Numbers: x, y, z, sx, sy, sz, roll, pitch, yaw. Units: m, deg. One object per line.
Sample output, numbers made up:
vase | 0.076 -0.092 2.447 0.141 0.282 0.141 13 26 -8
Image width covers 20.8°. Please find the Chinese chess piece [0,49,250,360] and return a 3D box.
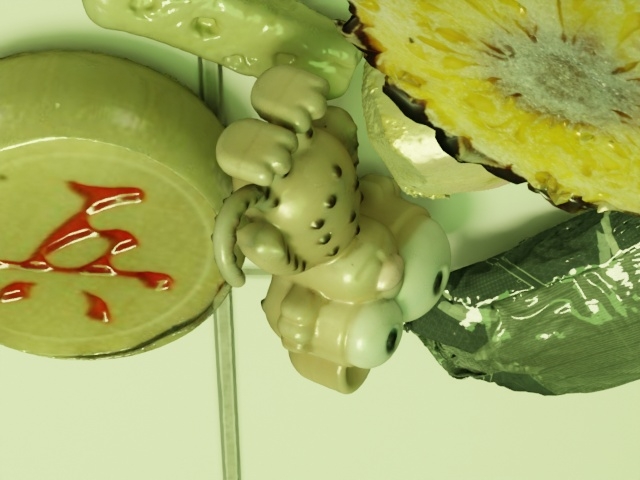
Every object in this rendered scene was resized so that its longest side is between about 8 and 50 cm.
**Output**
Chinese chess piece | -0.173 -0.022 1.238 0.249 0.103 0.250 -1 137 -1

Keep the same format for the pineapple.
pineapple | 0.178 -0.181 0.942 0.262 0.272 0.262 24 156 12

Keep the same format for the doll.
doll | 0.001 -0.002 1.199 0.119 0.154 0.278 19 164 28

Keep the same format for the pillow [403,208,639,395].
pillow | 0.223 0.031 1.290 0.335 0.093 0.161 -25 126 26

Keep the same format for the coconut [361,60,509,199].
coconut | 0.099 -0.088 1.151 0.122 0.116 0.116 -15 135 23

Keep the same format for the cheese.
cheese | -0.064 -0.146 1.146 0.194 0.043 0.065 19 127 -16
